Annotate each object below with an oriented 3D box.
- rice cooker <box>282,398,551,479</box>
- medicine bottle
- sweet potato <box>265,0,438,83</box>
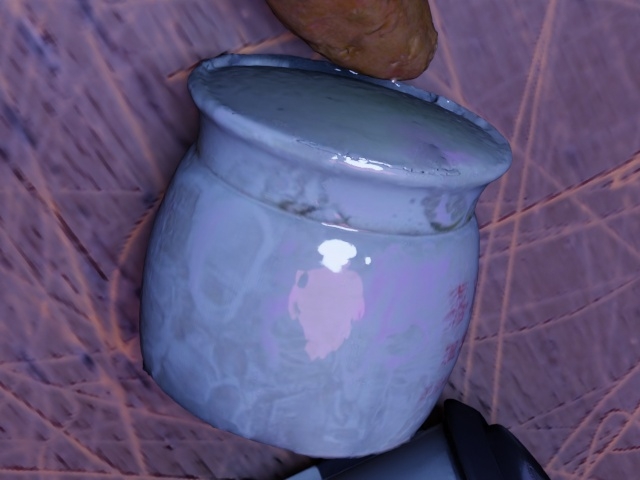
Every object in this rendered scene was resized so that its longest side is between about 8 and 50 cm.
[{"bbox_3d":[0.063,0.216,0.600,0.227,0.241,0.280,-26,153,6],"label":"rice cooker"},{"bbox_3d":[0.000,0.000,0.521,0.147,0.147,0.143,8,112,-18],"label":"medicine bottle"},{"bbox_3d":[-0.029,-0.157,0.464,0.097,0.097,0.252,-35,118,5],"label":"sweet potato"}]
